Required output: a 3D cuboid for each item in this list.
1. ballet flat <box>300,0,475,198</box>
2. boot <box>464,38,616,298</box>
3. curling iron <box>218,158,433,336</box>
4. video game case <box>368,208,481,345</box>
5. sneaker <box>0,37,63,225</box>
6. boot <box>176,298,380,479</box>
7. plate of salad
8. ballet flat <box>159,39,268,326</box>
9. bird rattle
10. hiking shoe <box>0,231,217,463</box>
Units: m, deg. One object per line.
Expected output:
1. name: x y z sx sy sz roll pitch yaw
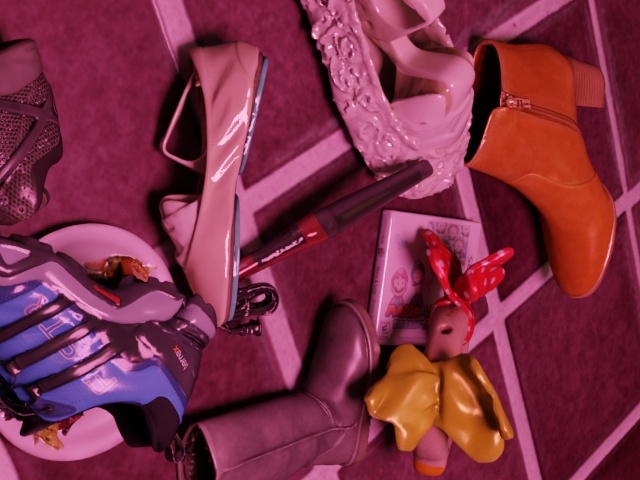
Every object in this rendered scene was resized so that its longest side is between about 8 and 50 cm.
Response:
1. ballet flat: 0.070 -0.192 1.109 0.147 0.147 0.409 -50 129 -27
2. boot: 0.236 -0.076 1.328 0.211 0.104 0.295 -2 93 -39
3. curling iron: 0.000 0.000 1.106 0.274 0.035 0.068 -37 114 -21
4. video game case: 0.115 0.044 1.273 0.157 0.019 0.143 6 93 -45
5. sneaker: -0.273 -0.046 0.824 0.227 0.087 0.130 -37 115 -41
6. boot: -0.041 0.159 1.113 0.208 0.076 0.190 -5 99 -37
7. plate of salad: -0.189 0.086 0.959 0.199 0.048 0.200 -11 105 -44
8. ballet flat: -0.101 -0.052 1.010 0.086 0.086 0.249 8 90 -45
9. bird rattle: 0.121 0.125 1.203 0.254 0.143 0.207 -82 175 -45
10. hiking shoe: -0.216 0.072 0.841 0.304 0.113 0.132 17 73 -27
